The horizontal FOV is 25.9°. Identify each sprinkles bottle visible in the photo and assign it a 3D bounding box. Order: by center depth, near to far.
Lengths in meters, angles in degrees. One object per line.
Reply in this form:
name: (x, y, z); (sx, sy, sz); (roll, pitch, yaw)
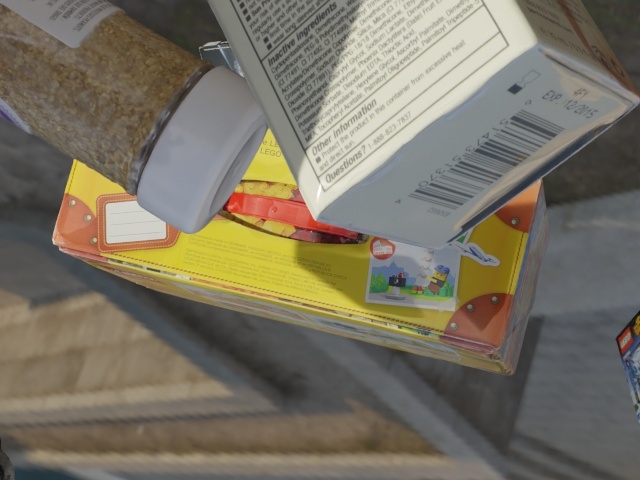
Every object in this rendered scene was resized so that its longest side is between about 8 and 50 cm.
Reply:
sprinkles bottle: (-0.211, -0.143, 1.028); (0.355, 0.121, 0.121); (31, 162, 5)

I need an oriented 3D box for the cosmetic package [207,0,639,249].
cosmetic package: (0.026, -0.160, 0.766); (0.153, 0.296, 0.129); (-37, 153, 26)

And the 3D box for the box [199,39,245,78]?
box: (-0.085, -0.185, 1.505); (0.083, 0.018, 0.067); (-1, 115, 27)

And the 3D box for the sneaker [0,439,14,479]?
sneaker: (-0.234, 0.205, 0.986); (0.269, 0.101, 0.153); (10, -156, 15)

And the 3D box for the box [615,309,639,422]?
box: (0.294, 0.075, 1.124); (0.027, 0.094, 0.137); (15, 132, -19)

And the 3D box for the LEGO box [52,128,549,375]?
LEGO box: (0.000, 0.000, 1.631); (0.500, 0.193, 0.372); (13, 173, 12)
